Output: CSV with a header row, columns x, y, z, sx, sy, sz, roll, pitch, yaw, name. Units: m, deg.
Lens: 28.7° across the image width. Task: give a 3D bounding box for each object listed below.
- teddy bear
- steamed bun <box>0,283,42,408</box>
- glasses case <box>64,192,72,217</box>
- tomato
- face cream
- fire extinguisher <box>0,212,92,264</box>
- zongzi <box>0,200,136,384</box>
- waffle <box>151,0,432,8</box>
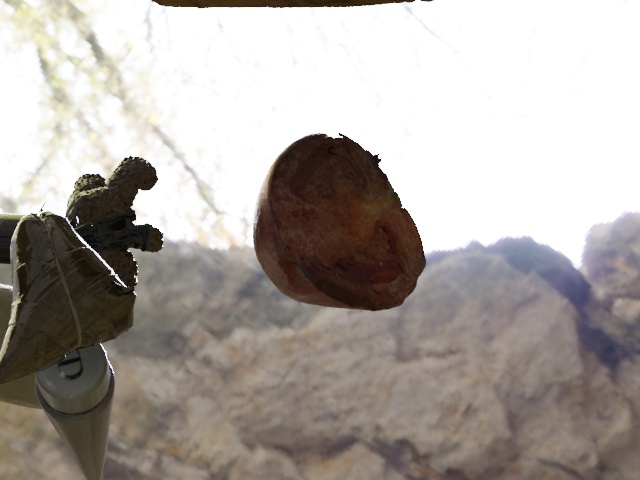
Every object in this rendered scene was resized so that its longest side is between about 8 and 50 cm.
x,y,z,sx,sy,sz,roll,pitch,yaw,name
-0.345,-0.023,1.962,0.182,0.129,0.251,-14,-117,18,teddy bear
-0.459,0.162,1.869,0.250,0.200,0.154,136,-35,-61,steamed bun
-0.410,0.031,2.231,0.067,0.109,0.282,-93,-167,-60,glasses case
-0.001,0.000,1.867,0.170,0.309,0.309,-29,-144,44,tomato
-0.289,0.198,1.493,0.314,0.089,0.143,107,-28,-64,face cream
-0.420,-0.010,1.713,0.231,0.071,0.099,1,-150,29,fire extinguisher
-0.304,0.048,1.251,0.178,0.189,0.081,-28,152,-36,zongzi
-0.026,-0.342,1.304,0.098,0.328,0.224,109,-26,-50,waffle
